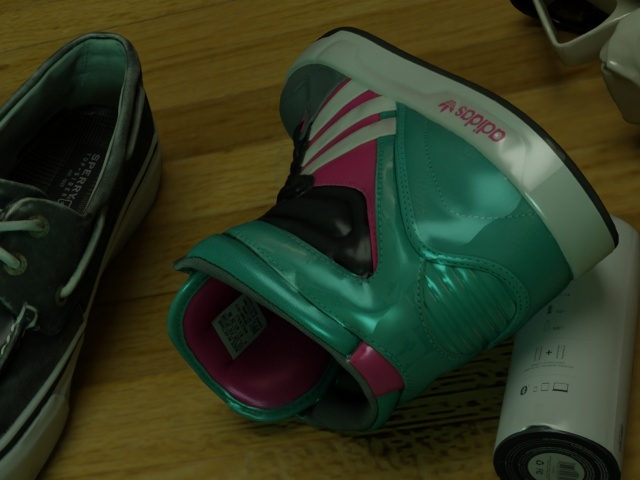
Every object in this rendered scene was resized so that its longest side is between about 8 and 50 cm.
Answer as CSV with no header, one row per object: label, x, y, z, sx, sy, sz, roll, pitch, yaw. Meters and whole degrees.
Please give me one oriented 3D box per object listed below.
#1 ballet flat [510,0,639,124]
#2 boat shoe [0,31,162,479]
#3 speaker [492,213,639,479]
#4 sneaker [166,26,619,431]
ballet flat,0.189,-0.115,0.711,0.096,0.095,0.280,-34,30,-1
boat shoe,-0.178,0.009,0.678,0.121,0.119,0.335,8,45,9
speaker,0.114,0.049,0.574,0.055,0.055,0.136,-2,43,21
sneaker,0.000,0.000,0.635,0.178,0.124,0.295,-40,24,-6
